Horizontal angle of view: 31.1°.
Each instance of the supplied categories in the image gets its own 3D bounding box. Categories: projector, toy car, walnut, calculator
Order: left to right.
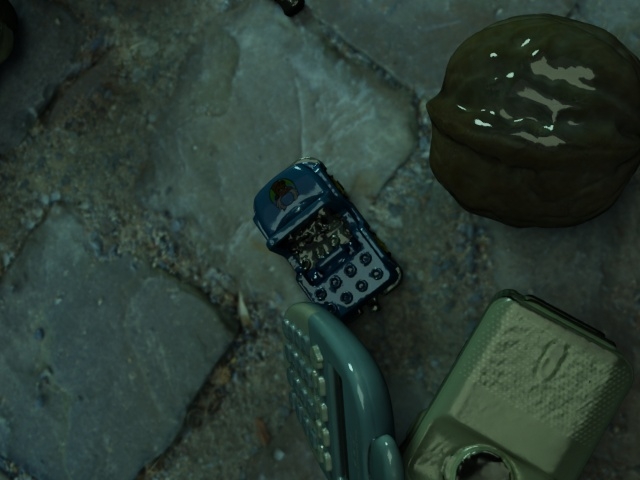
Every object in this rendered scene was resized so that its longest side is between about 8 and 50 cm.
[{"bbox_3d":[0.000,0.000,1.236,0.097,0.100,0.191,-39,76,10],"label":"toy car"},{"bbox_3d":[0.020,0.168,1.141,0.042,0.303,0.188,-12,114,-19],"label":"calculator"},{"bbox_3d":[0.185,0.177,1.124,0.163,0.177,0.242,31,96,9],"label":"projector"},{"bbox_3d":[0.214,-0.118,1.136,0.224,0.224,0.224,-1,86,16],"label":"walnut"}]

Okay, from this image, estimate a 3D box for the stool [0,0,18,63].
[{"bbox_3d":[-0.471,-0.210,1.378,0.139,0.153,0.228,39,54,19],"label":"stool"}]

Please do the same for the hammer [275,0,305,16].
[{"bbox_3d":[-0.095,-0.329,1.328,0.201,0.021,0.078,40,97,15],"label":"hammer"}]
